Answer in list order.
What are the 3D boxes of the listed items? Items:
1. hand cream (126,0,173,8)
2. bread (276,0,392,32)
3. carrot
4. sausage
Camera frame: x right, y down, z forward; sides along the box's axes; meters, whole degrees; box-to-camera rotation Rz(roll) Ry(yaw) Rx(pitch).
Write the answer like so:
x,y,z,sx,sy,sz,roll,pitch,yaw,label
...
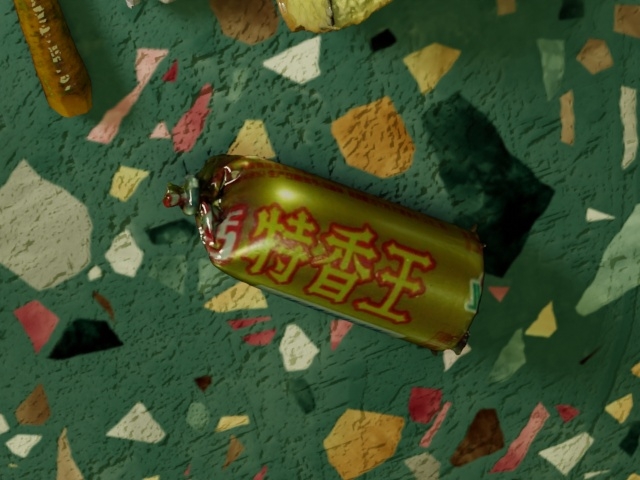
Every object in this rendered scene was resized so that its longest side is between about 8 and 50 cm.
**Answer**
x,y,z,sx,sy,sz,roll,pitch,yaw,label
-0.104,-0.239,1.485,0.142,0.053,0.084,-35,127,-14,hand cream
0.031,-0.291,1.444,0.134,0.129,0.260,-17,123,-21,bread
-0.224,-0.179,1.481,0.042,0.042,0.170,-18,122,-7,carrot
0.001,-0.002,1.617,0.317,0.117,0.125,21,78,-28,sausage
